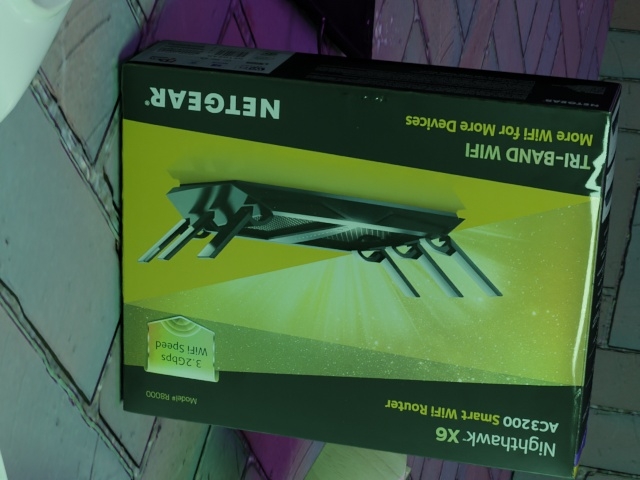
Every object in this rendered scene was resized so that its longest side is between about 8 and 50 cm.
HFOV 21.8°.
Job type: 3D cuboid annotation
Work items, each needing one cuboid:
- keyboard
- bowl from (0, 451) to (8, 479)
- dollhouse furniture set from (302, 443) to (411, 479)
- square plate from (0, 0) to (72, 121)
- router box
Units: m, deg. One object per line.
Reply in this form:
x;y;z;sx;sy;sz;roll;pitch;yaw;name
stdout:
-0.006;-0.201;1.355;0.317;0.033;0.202;31;61;-71;keyboard
-0.206;0.146;0.802;0.142;0.053;0.142;-64;155;-46;bowl
0.059;0.280;1.306;0.356;0.173;0.303;-58;166;-12;dollhouse furniture set
-0.142;-0.280;0.825;0.344;0.049;0.347;76;27;-50;square plate
0.027;0.008;1.071;0.081;0.308;0.243;-51;145;-66;router box
